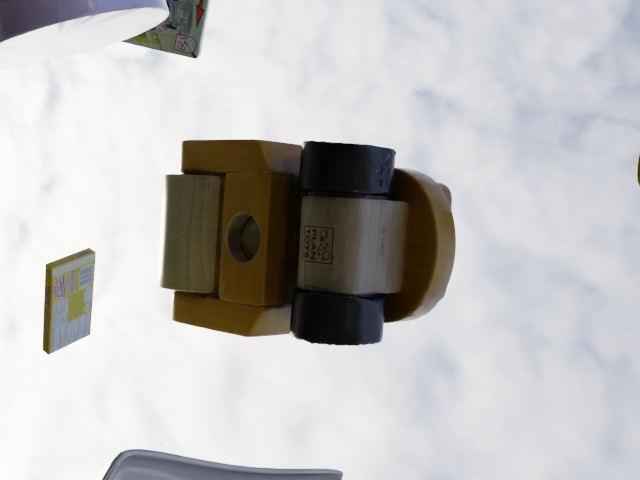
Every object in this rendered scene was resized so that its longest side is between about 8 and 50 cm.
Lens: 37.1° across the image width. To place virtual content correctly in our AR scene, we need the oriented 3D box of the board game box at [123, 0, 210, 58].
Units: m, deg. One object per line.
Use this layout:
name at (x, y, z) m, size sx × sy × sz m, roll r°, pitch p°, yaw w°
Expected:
board game box at (-0.238, -0.424, 1.280) m, size 0.213 × 0.046 × 0.317 m, roll 12°, pitch -70°, yaw -4°

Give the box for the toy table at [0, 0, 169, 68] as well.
toy table at (-0.238, -0.246, 0.813) m, size 0.274 × 0.252 × 0.161 m, roll 6°, pitch -67°, yaw 64°

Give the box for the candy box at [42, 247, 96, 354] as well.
candy box at (-0.489, 0.119, 1.853) m, size 0.027 × 0.105 × 0.206 m, roll 32°, pitch -54°, yaw 30°

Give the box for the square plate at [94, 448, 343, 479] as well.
square plate at (-0.160, 0.349, 0.914) m, size 0.049 × 0.347 × 0.344 m, roll 32°, pitch -86°, yaw 36°

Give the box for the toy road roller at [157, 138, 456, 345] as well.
toy road roller at (0.000, 0.000, 1.049) m, size 0.329 × 0.240 × 0.202 m, roll 5°, pitch -87°, yaw 41°

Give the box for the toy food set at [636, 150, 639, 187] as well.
toy food set at (0.459, -0.105, 1.083) m, size 0.128 × 0.071 × 0.218 m, roll 38°, pitch -59°, yaw -5°
